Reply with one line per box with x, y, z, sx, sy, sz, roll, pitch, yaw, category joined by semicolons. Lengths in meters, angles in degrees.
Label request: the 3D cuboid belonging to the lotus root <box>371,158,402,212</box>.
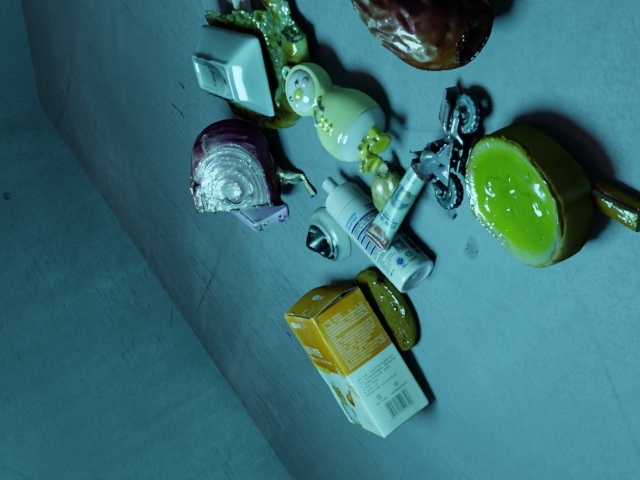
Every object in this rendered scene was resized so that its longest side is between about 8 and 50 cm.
0.132;-0.100;1.573;0.072;0.063;0.151;48;157;48;lotus root

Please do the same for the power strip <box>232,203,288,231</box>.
-0.200;-0.115;2.122;0.279;0.109;0.037;39;150;38;power strip

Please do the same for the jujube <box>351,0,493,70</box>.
0.138;-0.351;1.156;0.243;0.183;0.183;49;153;24;jujube

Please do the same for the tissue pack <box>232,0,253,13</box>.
-0.171;-0.516;1.754;0.056;0.023;0.108;23;136;53;tissue pack

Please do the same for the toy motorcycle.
0.215;-0.160;1.343;0.122;0.082;0.213;41;137;37;toy motorcycle

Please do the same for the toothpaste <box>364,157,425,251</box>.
0.151;-0.071;1.522;0.062;0.039;0.239;45;135;17;toothpaste

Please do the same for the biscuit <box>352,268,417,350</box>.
0.150;0.160;1.835;0.212;0.036;0.212;43;152;30;biscuit

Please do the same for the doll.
0.019;-0.248;1.536;0.296;0.117;0.141;39;135;23;doll

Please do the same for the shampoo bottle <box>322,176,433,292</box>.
0.104;-0.026;1.666;0.303;0.092;0.092;47;152;26;shampoo bottle

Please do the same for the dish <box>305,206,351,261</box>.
0.000;0.000;1.903;0.141;0.078;0.141;43;150;33;dish

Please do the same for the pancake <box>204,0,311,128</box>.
-0.134;-0.383;1.748;0.427;0.067;0.304;10;131;60;pancake

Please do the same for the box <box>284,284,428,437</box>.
0.079;0.276;1.905;0.341;0.143;0.225;60;162;-9;box

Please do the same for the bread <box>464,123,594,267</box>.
0.313;-0.067;1.221;0.236;0.070;0.236;53;158;32;bread

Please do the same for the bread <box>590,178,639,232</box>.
0.418;-0.048;1.120;0.083;0.036;0.047;41;148;42;bread

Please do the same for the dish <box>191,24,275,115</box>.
-0.210;-0.368;1.764;0.243;0.080;0.181;28;137;48;dish

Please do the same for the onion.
-0.204;-0.179;1.938;0.256;0.273;0.230;3;107;67;onion
